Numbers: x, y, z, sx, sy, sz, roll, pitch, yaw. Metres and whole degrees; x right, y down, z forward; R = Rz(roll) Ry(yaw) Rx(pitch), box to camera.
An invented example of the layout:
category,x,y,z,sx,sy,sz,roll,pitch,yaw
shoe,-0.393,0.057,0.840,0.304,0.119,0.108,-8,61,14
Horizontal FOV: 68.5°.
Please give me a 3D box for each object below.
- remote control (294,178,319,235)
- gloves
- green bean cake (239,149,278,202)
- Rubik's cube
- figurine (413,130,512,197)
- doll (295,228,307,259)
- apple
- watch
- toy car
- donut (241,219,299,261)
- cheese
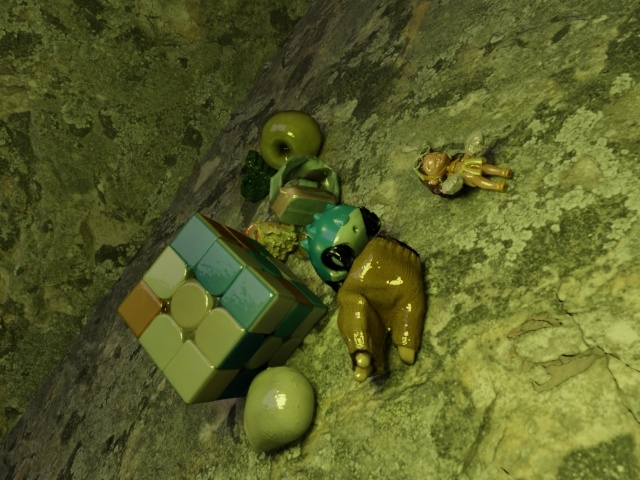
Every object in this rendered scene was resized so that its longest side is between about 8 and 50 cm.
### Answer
category,x,y,z,sx,sy,sz,roll,pitch,yaw
remote control,-0.049,-0.160,1.725,0.051,0.103,0.293,-1,53,22
gloves,0.134,0.155,1.074,0.155,0.203,0.356,-50,16,53
green bean cake,-0.299,-0.276,2.087,0.208,0.193,0.107,-30,43,35
Rubik's cube,-0.251,0.188,1.275,0.344,0.346,0.347,40,95,26
figurine,0.348,-0.173,1.173,0.240,0.115,0.175,15,73,51
doll,0.000,0.000,1.491,0.209,0.097,0.137,-3,50,46
apple,-0.125,-0.413,1.937,0.262,0.262,0.262,-34,35,28
watch,-0.051,-0.188,1.603,0.162,0.253,0.241,-47,45,44
toy car,0.046,0.015,1.243,0.190,0.255,0.188,22,61,26
donut,-0.231,0.096,1.623,0.307,0.150,0.371,2,66,59
cheese,-0.103,0.401,1.155,0.189,0.154,0.198,-25,39,30
